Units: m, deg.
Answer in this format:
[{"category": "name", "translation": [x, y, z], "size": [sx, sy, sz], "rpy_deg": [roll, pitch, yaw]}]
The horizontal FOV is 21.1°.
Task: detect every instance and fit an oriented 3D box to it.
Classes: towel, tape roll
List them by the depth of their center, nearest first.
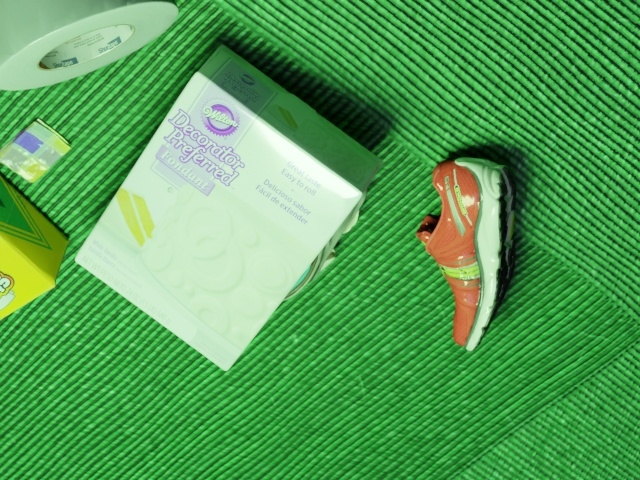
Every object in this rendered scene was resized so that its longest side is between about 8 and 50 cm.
[{"category": "tape roll", "translation": [-0.268, -0.241, 1.872], "size": [0.219, 0.219, 0.072], "rpy_deg": [-26, 83, 22]}, {"category": "towel", "translation": [-0.352, -0.109, 2.111], "size": [0.083, 0.009, 0.060], "rpy_deg": [-37, 117, 28]}]

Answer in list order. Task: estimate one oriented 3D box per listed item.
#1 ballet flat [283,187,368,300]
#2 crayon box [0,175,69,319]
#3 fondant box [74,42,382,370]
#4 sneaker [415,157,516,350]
[{"category": "ballet flat", "translation": [0.000, 0.000, 2.141], "size": [0.068, 0.072, 0.213], "rpy_deg": [-2, 138, -34]}, {"category": "crayon box", "translation": [-0.557, 0.010, 2.158], "size": [0.363, 0.106, 0.313], "rpy_deg": [-29, 122, 24]}, {"category": "fondant box", "translation": [-0.115, -0.035, 2.061], "size": [0.238, 0.096, 0.330], "rpy_deg": [36, 123, -2]}, {"category": "sneaker", "translation": [0.177, 0.011, 2.134], "size": [0.118, 0.107, 0.279], "rpy_deg": [13, 127, 17]}]
